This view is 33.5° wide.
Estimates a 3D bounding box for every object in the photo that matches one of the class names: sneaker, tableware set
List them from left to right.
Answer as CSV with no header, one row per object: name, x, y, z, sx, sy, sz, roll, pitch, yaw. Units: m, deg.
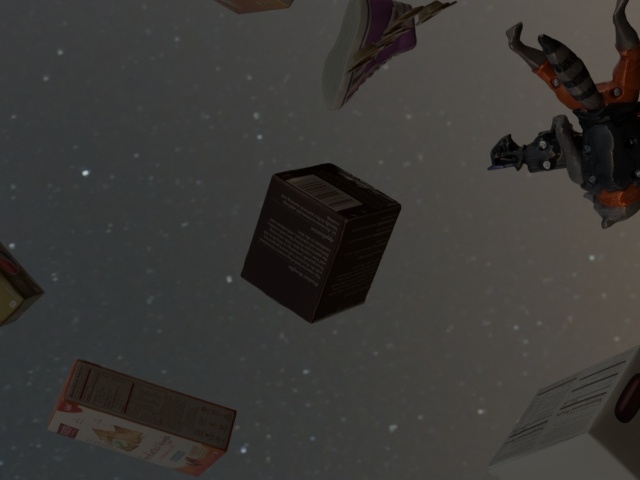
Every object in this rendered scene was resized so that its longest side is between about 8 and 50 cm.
sneaker,0.106,-0.362,2.128,0.161,0.282,0.102,-2,-124,-23
tableware set,0.108,-0.288,1.479,0.020,0.169,0.141,56,-137,-1

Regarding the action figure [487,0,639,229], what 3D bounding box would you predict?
action figure,0.369,-0.164,1.550,0.330,0.341,0.178,64,-147,-16

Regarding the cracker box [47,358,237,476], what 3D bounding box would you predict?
cracker box,-0.250,0.251,1.477,0.232,0.155,0.067,21,-120,-11

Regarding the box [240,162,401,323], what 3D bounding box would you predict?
box,0.000,0.000,1.790,0.167,0.168,0.203,-17,-47,-52

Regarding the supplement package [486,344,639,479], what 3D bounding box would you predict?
supplement package,0.366,0.283,1.217,0.262,0.204,0.145,44,-123,-1

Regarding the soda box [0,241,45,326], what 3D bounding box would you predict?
soda box,-0.430,0.020,1.313,0.181,0.058,0.061,47,-169,2

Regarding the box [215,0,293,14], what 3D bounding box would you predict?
box,-0.124,-0.416,1.353,0.215,0.345,0.168,28,-87,-17
